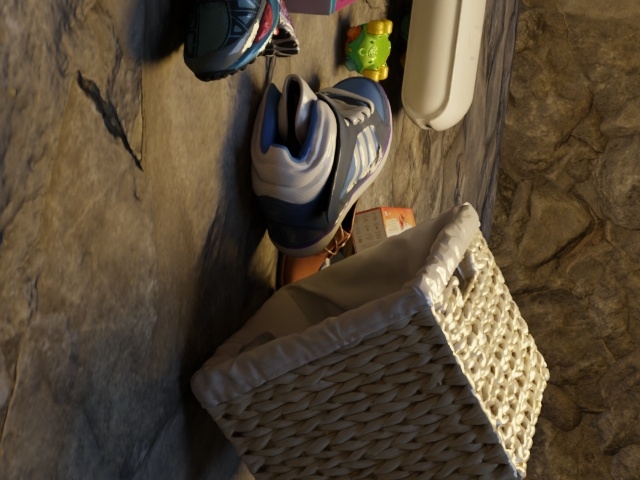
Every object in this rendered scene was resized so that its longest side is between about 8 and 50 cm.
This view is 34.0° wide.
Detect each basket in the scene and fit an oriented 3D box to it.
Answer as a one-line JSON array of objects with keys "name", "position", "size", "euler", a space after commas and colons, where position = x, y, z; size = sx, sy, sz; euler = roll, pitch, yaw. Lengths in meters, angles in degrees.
[{"name": "basket", "position": [0.076, 0.165, 1.310], "size": [0.266, 0.331, 0.328], "euler": [62, 24, -8]}]

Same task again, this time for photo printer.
[{"name": "photo printer", "position": [0.228, -0.355, 1.924], "size": [0.256, 0.107, 0.308], "euler": [-26, 124, -70]}]

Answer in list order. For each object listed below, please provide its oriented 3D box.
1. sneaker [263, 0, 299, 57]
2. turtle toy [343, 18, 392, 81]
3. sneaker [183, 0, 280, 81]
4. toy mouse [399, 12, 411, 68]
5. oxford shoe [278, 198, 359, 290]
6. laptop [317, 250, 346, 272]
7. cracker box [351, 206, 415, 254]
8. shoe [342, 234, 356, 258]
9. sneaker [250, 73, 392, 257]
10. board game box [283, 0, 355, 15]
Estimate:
[{"name": "sneaker", "position": [-0.061, -0.272, 1.201], "size": [0.170, 0.068, 0.071], "euler": [69, 29, -59]}, {"name": "turtle toy", "position": [0.073, -0.298, 1.626], "size": [0.130, 0.066, 0.095], "euler": [-37, 134, -67]}, {"name": "sneaker", "position": [-0.102, -0.286, 1.047], "size": [0.125, 0.104, 0.262], "euler": [39, 56, -52]}, {"name": "toy mouse", "position": [0.173, -0.393, 1.965], "size": [0.161, 0.031, 0.143], "euler": [-50, 146, -60]}, {"name": "oxford shoe", "position": [0.000, 0.000, 1.495], "size": [0.076, 0.076, 0.212], "euler": [3, 110, -59]}, {"name": "laptop", "position": [0.064, 0.180, 1.647], "size": [0.234, 0.136, 0.264], "euler": [45, 63, -52]}, {"name": "cracker box", "position": [0.125, 0.063, 1.755], "size": [0.155, 0.067, 0.232], "euler": [-3, 81, -66]}, {"name": "shoe", "position": [0.044, 0.085, 1.785], "size": [0.076, 0.058, 0.219], "euler": [9, 86, -54]}, {"name": "sneaker", "position": [0.008, -0.157, 1.374], "size": [0.236, 0.130, 0.323], "euler": [83, 28, -55]}, {"name": "board game box", "position": [0.021, -0.422, 1.334], "size": [0.303, 0.097, 0.224], "euler": [-46, 143, -61]}]
